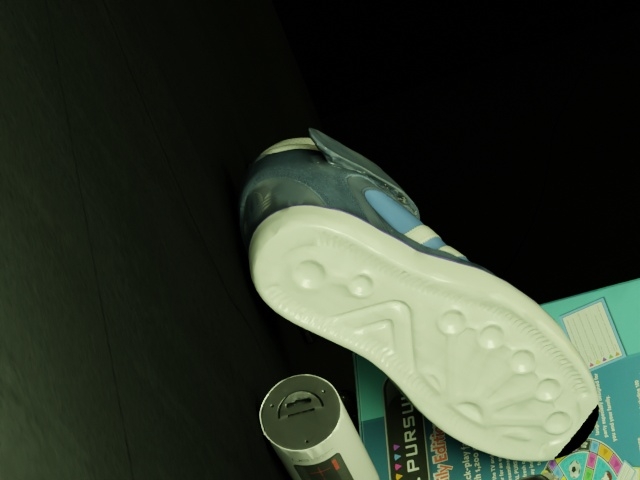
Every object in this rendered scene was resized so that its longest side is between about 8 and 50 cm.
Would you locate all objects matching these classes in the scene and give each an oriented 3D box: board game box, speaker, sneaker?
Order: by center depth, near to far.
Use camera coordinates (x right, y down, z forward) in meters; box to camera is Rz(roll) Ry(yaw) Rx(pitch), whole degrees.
[{"bbox_3d":[0.001,0.141,1.232,0.136,0.055,0.055,67,5,-58],"label":"speaker"},{"bbox_3d":[0.077,0.028,1.502,0.322,0.130,0.236,31,20,-15],"label":"sneaker"},{"bbox_3d":[0.202,0.175,1.515,0.079,0.336,0.254,53,27,-50],"label":"board game box"}]

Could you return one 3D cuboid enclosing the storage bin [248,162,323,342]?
[{"bbox_3d":[0.000,0.000,1.784,0.122,0.084,0.180,-1,73,-87],"label":"storage bin"}]

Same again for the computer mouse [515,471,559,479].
[{"bbox_3d":[0.087,0.254,1.333,0.072,0.188,0.272,49,-13,23],"label":"computer mouse"}]

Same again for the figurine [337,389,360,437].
[{"bbox_3d":[0.071,0.242,1.712,0.209,0.092,0.215,31,40,-73],"label":"figurine"}]
